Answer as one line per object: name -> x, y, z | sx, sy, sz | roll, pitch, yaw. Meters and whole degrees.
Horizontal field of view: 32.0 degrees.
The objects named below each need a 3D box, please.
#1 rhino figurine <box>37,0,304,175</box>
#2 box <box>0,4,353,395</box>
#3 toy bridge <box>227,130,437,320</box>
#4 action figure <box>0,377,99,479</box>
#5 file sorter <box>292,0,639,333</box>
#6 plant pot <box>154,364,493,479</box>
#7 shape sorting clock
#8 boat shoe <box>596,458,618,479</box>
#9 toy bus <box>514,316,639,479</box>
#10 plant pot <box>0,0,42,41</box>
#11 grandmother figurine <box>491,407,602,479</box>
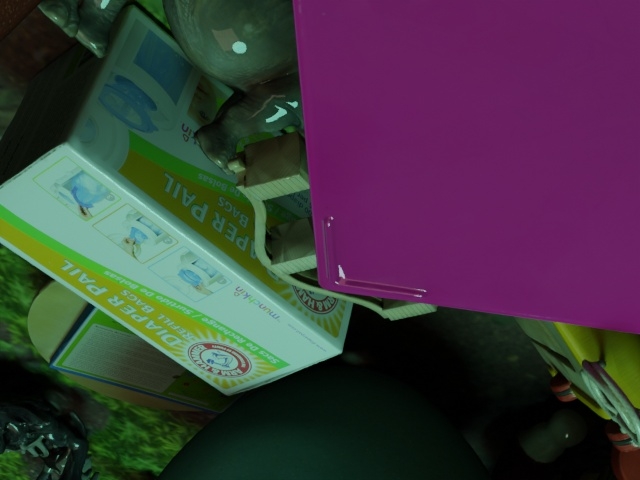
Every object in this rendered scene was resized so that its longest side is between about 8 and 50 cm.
rhino figurine -> -0.023, -0.083, 0.567 | 0.106, 0.073, 0.243 | -48, 120, 2
box -> -0.079, -0.015, 0.648 | 0.103, 0.114, 0.203 | -25, 127, 39
toy bridge -> 0.000, 0.000, 0.585 | 0.063, 0.026, 0.188 | -14, 151, 22
action figure -> -0.250, 0.209, 0.950 | 0.164, 0.141, 0.276 | -2, 141, 37
file sorter -> 0.108, -0.127, 0.401 | 0.202, 0.182, 0.291 | 7, 139, 11
plant pot -> 0.008, 0.203, 0.775 | 0.290, 0.195, 0.290 | 6, 134, 6
shape sorting clock -> -0.108, 0.071, 0.815 | 0.206, 0.040, 0.206 | 4, 147, 3
boat shoe -> 0.241, 0.167, 0.673 | 0.130, 0.132, 0.355 | 26, 124, 10
toy bus -> 0.150, 0.025, 0.561 | 0.104, 0.202, 0.191 | -36, 142, 0
plant pot -> -0.208, -0.180, 0.358 | 0.267, 0.236, 0.267 | 15, 153, 1
grandmother figurine -> 0.206, 0.210, 0.837 | 0.342, 0.104, 0.208 | -17, 109, 30
